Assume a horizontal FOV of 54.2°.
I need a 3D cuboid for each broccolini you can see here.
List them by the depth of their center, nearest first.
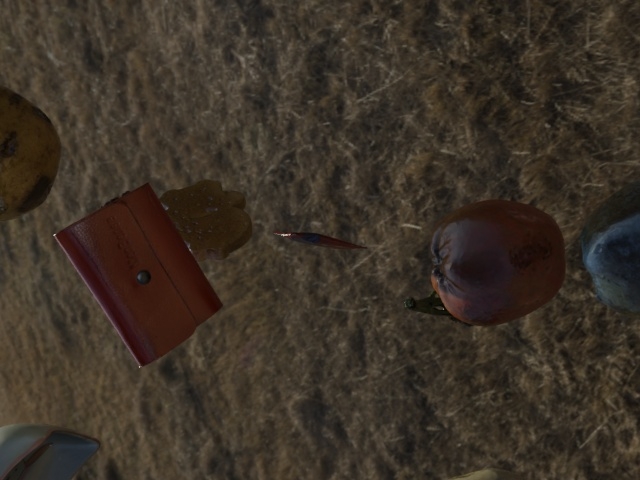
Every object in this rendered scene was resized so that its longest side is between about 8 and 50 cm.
[{"bbox_3d":[0.194,0.095,0.977,0.074,0.201,0.058,33,99,32],"label":"broccolini"}]

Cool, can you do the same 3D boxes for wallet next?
[{"bbox_3d":[-0.231,0.042,0.819,0.045,0.142,0.205,-8,114,54],"label":"wallet"}]

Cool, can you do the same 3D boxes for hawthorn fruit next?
[{"bbox_3d":[0.239,0.025,0.853,0.189,0.189,0.189,23,121,44],"label":"hawthorn fruit"}]

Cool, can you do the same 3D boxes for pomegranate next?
[{"bbox_3d":[-0.652,-0.170,1.216,0.281,0.281,0.282,23,121,44],"label":"pomegranate"}]

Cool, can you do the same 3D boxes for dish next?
[{"bbox_3d":[-0.353,0.278,0.722,0.077,0.151,0.212,27,161,8],"label":"dish"}]

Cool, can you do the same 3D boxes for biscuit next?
[{"bbox_3d":[-0.195,-0.035,1.077,0.225,0.165,0.036,43,145,45],"label":"biscuit"}]

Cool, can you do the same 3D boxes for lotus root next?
[{"bbox_3d":[0.437,-0.024,0.646,0.322,0.140,0.158,-23,48,22],"label":"lotus root"}]

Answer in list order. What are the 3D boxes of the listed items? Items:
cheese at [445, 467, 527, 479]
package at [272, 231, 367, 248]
[{"bbox_3d":[0.261,0.471,0.984,0.235,0.117,0.218,-2,75,32],"label":"cheese"},{"bbox_3d":[0.000,0.000,1.353,0.083,0.200,0.022,-1,81,58],"label":"package"}]
